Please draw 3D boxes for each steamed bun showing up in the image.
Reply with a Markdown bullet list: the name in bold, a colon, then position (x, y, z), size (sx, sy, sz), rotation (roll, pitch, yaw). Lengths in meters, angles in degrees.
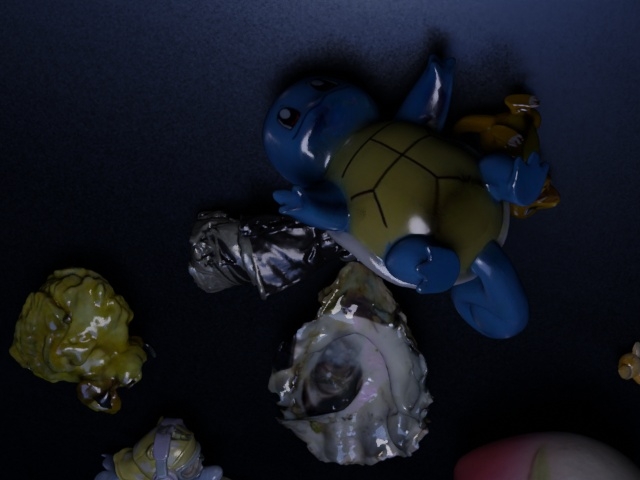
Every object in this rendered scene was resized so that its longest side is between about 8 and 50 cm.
- **steamed bun**: position (0.315, 0.404, 1.707), size (0.310, 0.309, 0.309), rotation (2, 122, 3)

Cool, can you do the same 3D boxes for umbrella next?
- **umbrella**: position (-0.001, -0.004, 1.566), size (0.358, 0.106, 0.113), rotation (-9, 112, 9)

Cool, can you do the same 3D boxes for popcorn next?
- **popcorn**: position (-0.324, 0.132, 1.656), size (0.195, 0.173, 0.168), rotation (31, 97, -5)

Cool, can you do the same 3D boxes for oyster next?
- **oyster**: position (0.047, 0.191, 1.687), size (0.238, 0.114, 0.351), rotation (5, 118, 11)

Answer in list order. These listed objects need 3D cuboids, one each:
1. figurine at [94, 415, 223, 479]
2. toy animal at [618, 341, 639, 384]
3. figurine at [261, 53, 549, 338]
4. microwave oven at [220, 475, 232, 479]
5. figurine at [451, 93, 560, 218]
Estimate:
- **figurine**: position (-0.249, 0.351, 1.796), size (0.209, 0.128, 0.183), rotation (1, 120, 9)
- **toy animal**: position (0.463, 0.183, 1.682), size (0.083, 0.060, 0.081), rotation (35, 157, -18)
- **figurine**: position (0.117, -0.056, 1.409), size (0.416, 0.243, 0.298), rotation (43, 77, 2)
- **microwave oven**: position (-0.151, 0.525, 1.887), size (0.194, 0.145, 0.240), rotation (30, 119, -11)
- **figurine**: position (0.231, -0.097, 1.509), size (0.122, 0.121, 0.176), rotation (2, 137, 32)
